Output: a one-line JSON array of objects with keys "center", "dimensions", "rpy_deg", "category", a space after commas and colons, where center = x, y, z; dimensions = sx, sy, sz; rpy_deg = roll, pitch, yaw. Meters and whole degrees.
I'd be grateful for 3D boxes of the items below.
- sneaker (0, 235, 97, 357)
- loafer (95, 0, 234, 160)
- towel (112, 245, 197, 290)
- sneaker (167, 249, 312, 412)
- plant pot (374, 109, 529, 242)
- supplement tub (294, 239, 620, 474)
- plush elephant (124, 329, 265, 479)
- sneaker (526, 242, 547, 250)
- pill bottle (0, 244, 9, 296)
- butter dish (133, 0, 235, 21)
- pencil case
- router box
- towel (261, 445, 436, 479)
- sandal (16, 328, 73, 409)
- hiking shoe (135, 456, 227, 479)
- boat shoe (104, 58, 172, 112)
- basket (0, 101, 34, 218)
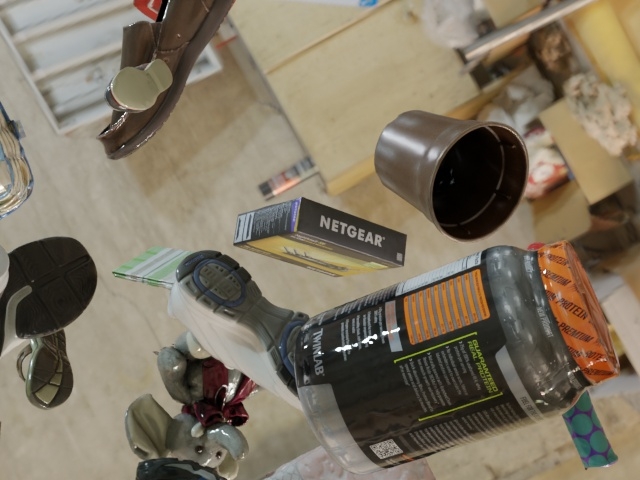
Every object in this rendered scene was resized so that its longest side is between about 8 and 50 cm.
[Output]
[{"center": [-0.614, 0.144, 1.533], "dimensions": [0.447, 0.258, 0.169], "rpy_deg": [-46, -66, -50], "category": "sneaker"}, {"center": [-0.282, -0.304, 1.441], "dimensions": [0.130, 0.365, 0.134], "rpy_deg": [31, 171, -23], "category": "loafer"}, {"center": [-0.251, 0.047, 1.425], "dimensions": [0.113, 0.152, 0.023], "rpy_deg": [-34, -55, -48], "category": "towel"}, {"center": [-0.087, 0.140, 1.197], "dimensions": [0.297, 0.111, 0.129], "rpy_deg": [43, 140, 1], "category": "sneaker"}, {"center": [0.168, -0.101, 1.193], "dimensions": [0.165, 0.167, 0.167], "rpy_deg": [34, 157, 52], "category": "plant pot"}, {"center": [0.157, 0.134, 1.018], "dimensions": [0.207, 0.338, 0.207], "rpy_deg": [51, -153, -38], "category": "supplement tub"}, {"center": [-0.198, 0.302, 1.569], "dimensions": [0.272, 0.330, 0.255], "rpy_deg": [15, -114, -43], "category": "plush elephant"}, {"center": [0.343, 0.100, 1.492], "dimensions": [0.107, 0.118, 0.279], "rpy_deg": [26, 148, 4], "category": "sneaker"}, {"center": [-0.463, 0.056, 1.159], "dimensions": [0.137, 0.078, 0.078], "rpy_deg": [-44, 69, 49], "category": "pill bottle"}, {"center": [-0.243, -0.474, 1.628], "dimensions": [0.160, 0.160, 0.118], "rpy_deg": [31, -140, -15], "category": "butter dish"}, {"center": [0.489, 0.344, 1.600], "dimensions": [0.070, 0.064, 0.151], "rpy_deg": [-6, -108, -61], "category": "pencil case"}, {"center": [0.000, 0.000, 1.941], "dimensions": [0.309, 0.243, 0.081], "rpy_deg": [18, -109, -35], "category": "router box"}, {"center": [0.081, 0.478, 1.403], "dimensions": [0.053, 0.317, 0.331], "rpy_deg": [-18, -103, -57], "category": "towel"}, {"center": [-0.609, 0.266, 1.886], "dimensions": [0.120, 0.086, 0.302], "rpy_deg": [52, -174, -34], "category": "sandal"}, {"center": [-0.188, 0.455, 1.375], "dimensions": [0.304, 0.113, 0.132], "rpy_deg": [51, -147, -34], "category": "hiking shoe"}, {"center": [-0.204, -0.164, 0.940], "dimensions": [0.049, 0.043, 0.137], "rpy_deg": [64, -161, -17], "category": "boat shoe"}, {"center": [-0.462, -0.087, 0.976], "dimensions": [0.289, 0.255, 0.201], "rpy_deg": [29, 139, 67], "category": "basket"}]
